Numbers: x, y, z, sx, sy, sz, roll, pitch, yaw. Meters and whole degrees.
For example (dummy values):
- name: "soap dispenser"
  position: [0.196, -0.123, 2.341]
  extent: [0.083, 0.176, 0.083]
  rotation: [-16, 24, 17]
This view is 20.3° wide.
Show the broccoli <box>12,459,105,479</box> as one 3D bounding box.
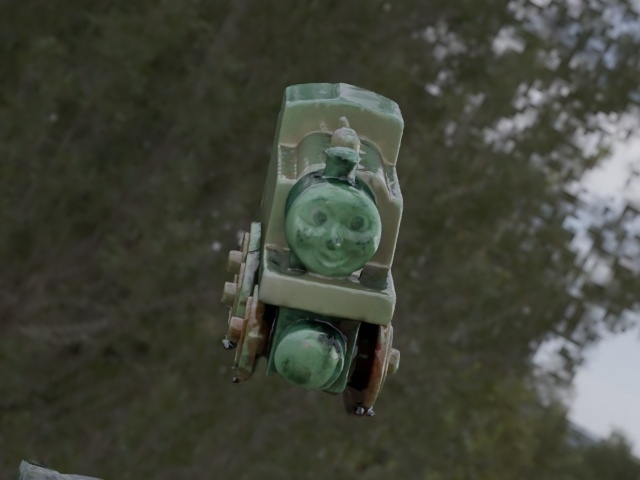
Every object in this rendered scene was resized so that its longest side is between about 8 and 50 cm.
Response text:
- name: "broccoli"
  position: [-0.113, 0.251, 0.649]
  extent: [0.283, 0.321, 0.304]
  rotation: [9, -27, -24]

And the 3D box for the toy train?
- name: "toy train"
  position: [0.000, 0.000, 0.827]
  extent: [0.081, 0.125, 0.194]
  rotation: [10, 15, -4]
